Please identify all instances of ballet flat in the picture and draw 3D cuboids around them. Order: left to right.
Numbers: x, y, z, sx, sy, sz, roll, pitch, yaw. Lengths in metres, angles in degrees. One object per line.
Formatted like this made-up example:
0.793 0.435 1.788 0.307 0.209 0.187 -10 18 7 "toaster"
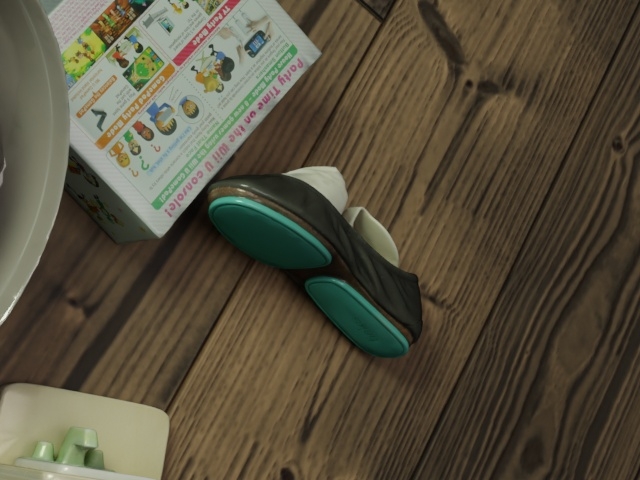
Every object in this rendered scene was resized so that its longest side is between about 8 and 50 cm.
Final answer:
0.000 0.000 1.225 0.280 0.095 0.096 45 52 -44 "ballet flat"

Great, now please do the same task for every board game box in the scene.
-0.177 -0.180 1.137 0.303 0.097 0.224 48 65 -19 "board game box"

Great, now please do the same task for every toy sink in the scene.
-0.173 0.233 1.085 0.153 0.131 0.234 16 77 -31 "toy sink"

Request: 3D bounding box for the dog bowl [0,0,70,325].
-0.321 -0.052 0.893 0.349 0.102 0.349 -27 127 -44 "dog bowl"
